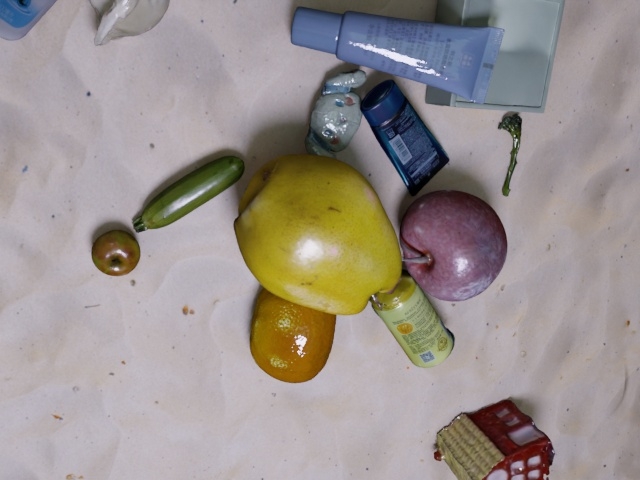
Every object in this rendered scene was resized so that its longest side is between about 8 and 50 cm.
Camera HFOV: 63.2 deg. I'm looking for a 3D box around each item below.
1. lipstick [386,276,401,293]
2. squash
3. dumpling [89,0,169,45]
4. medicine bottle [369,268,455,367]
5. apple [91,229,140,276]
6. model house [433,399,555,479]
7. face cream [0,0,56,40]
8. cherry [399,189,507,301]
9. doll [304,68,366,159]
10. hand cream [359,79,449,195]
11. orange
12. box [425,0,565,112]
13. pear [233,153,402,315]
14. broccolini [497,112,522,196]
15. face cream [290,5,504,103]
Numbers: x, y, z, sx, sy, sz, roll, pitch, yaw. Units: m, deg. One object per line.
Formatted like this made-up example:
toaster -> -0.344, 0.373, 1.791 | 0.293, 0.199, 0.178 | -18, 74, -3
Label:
lipstick -> 0.100, 0.060, 1.124 | 0.045, 0.145, 0.045 | -60, 156, 6
squash -> -0.257, -0.089, 1.009 | 0.252, 0.066, 0.066 | -34, 113, -4
dumpling -> -0.317, -0.409, 0.860 | 0.118, 0.136, 0.199 | 29, 86, -15
medicine bottle -> 0.206, 0.176, 1.201 | 0.124, 0.124, 0.239 | -37, 112, -3
apple -> -0.392, 0.025, 1.000 | 0.089, 0.074, 0.090 | -5, 110, -15
model house -> 0.434, 0.556, 1.342 | 0.253, 0.196, 0.160 | -15, 112, -11
face cream -> -0.431, -0.476, 0.805 | 0.337, 0.080, 0.163 | -46, 157, 1
cherry -> 0.280, 0.009, 1.108 | 0.285, 0.212, 0.236 | -14, 101, -33
doll -> 0.030, -0.243, 1.045 | 0.103, 0.071, 0.214 | 19, 102, -12
hand cream -> 0.181, -0.209, 1.087 | 0.120, 0.061, 0.270 | -46, 130, 0
orange -> -0.060, 0.197, 1.106 | 0.179, 0.158, 0.238 | 12, 105, -3
box -> 0.352, -0.385, 1.071 | 0.224, 0.117, 0.225 | -1, 107, -17
pear -> 0.002, -0.010, 0.984 | 0.336, 0.285, 0.285 | 23, 100, 8
broccolini -> 0.445, -0.198, 1.198 | 0.052, 0.054, 0.195 | -20, 114, -30
face cream -> 0.137, -0.363, 0.974 | 0.384, 0.086, 0.136 | 12, 109, 1
